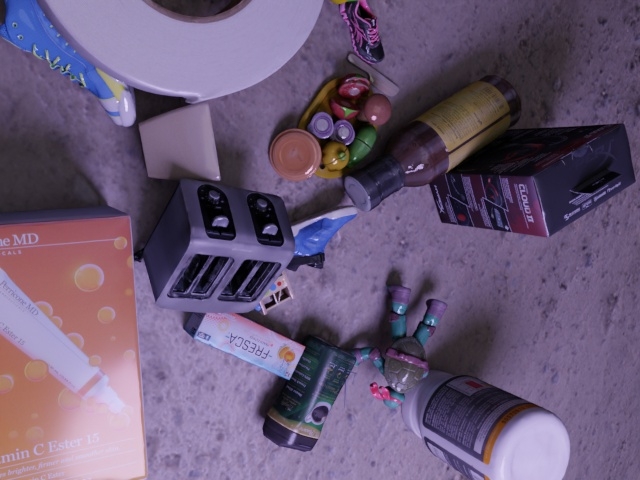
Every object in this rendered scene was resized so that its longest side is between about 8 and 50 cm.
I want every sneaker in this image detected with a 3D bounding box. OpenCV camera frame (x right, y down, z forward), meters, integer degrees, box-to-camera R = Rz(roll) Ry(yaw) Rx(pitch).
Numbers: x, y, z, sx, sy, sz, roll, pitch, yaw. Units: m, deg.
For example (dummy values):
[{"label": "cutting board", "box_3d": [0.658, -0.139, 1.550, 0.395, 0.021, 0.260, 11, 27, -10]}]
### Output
[{"label": "sneaker", "box_3d": [0.076, -0.345, 1.045, 0.047, 0.057, 0.119, -40, 114, -20]}, {"label": "sneaker", "box_3d": [-0.335, -0.251, 0.838, 0.126, 0.091, 0.240, -21, 107, -5]}, {"label": "sneaker", "box_3d": [0.000, 0.000, 1.046, 0.152, 0.058, 0.085, -22, 100, -19]}]

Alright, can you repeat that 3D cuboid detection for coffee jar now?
[{"label": "coffee jar", "box_3d": [-0.020, 0.254, 1.055, 0.096, 0.079, 0.184, 36, 79, -49]}]

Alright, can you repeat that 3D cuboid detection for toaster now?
[{"label": "toaster", "box_3d": [-0.151, 0.016, 0.906, 0.168, 0.110, 0.186, 9, 133, -36]}]

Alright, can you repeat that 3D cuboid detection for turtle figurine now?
[{"label": "turtle figurine", "box_3d": [0.139, 0.205, 1.122, 0.175, 0.118, 0.234, 26, 79, -28]}]

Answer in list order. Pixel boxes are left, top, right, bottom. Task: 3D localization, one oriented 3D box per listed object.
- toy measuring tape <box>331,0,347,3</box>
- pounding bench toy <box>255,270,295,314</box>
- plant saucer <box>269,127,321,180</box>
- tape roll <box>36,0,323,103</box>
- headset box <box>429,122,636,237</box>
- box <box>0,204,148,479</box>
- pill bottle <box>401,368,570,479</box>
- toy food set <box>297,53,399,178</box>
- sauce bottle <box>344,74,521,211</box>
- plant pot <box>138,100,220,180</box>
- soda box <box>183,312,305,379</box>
[{"label": "toy measuring tape", "box_3d": [0.080, -0.515, 0.994, 0.121, 0.121, 0.330, 32, 75, -27]}, {"label": "pounding bench toy", "box_3d": [-0.091, 0.065, 1.012, 0.065, 0.052, 0.083, -27, 108, -22]}, {"label": "plant saucer", "box_3d": [-0.040, -0.135, 1.010, 0.083, 0.013, 0.084, 1, 102, 7]}, {"label": "tape roll", "box_3d": [-0.169, -0.372, 0.791, 0.392, 0.072, 0.392, -6, 103, -28]}, {"label": "headset box", "box_3d": [0.361, -0.108, 1.092, 0.218, 0.293, 0.110, -28, 109, -23]}, {"label": "box", "box_3d": [-0.353, 0.137, 0.818, 0.215, 0.168, 0.345, -6, 99, -27]}, {"label": "pill bottle", "box_3d": [0.273, 0.326, 1.109, 0.162, 0.278, 0.162, -4, 99, -27]}, {"label": "toy food set", "box_3d": [0.054, -0.201, 1.043, 0.128, 0.071, 0.218, 37, 79, -27]}, {"label": "sauce bottle", "box_3d": [0.192, -0.166, 1.099, 0.344, 0.111, 0.111, -32, 110, -21]}, {"label": "plant pot", "box_3d": [-0.203, -0.135, 0.903, 0.096, 0.109, 0.109, -10, 102, -15]}, {"label": "soda box", "box_3d": [-0.117, 0.154, 1.007, 0.183, 0.058, 0.063, 30, 82, -27]}]
